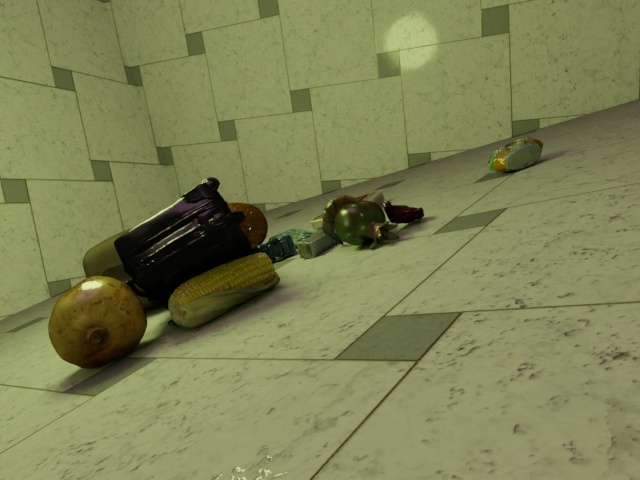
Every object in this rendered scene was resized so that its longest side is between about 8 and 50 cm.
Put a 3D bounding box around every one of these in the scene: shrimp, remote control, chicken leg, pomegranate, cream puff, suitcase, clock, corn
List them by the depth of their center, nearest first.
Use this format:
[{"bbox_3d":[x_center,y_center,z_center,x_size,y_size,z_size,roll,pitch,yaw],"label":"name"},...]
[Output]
[{"bbox_3d":[-0.516,0.195,1.215,0.216,0.215,0.215,-19,9,3],"label":"pomegranate"},{"bbox_3d":[-0.235,0.123,1.317,0.305,0.122,0.123,-23,-26,-37],"label":"corn"},{"bbox_3d":[-0.349,0.036,1.392,0.340,0.188,0.345,-32,-19,-10],"label":"suitcase"},{"bbox_3d":[0.135,-0.039,1.485,0.152,0.130,0.191,-17,30,-39],"label":"pomegranate"},{"bbox_3d":[0.240,-0.085,1.552,0.205,0.053,0.093,-2,-14,-39],"label":"chicken leg"},{"bbox_3d":[0.091,-0.056,1.612,0.150,0.217,0.051,-53,36,11],"label":"shrimp"},{"bbox_3d":[-0.089,-0.004,1.913,0.103,0.051,0.293,-24,14,-25],"label":"remote control"},{"bbox_3d":[0.719,-0.315,1.919,0.231,0.103,0.144,-21,18,-6],"label":"clock"},{"bbox_3d":[-0.342,-0.023,1.981,0.304,0.211,0.303,-5,-12,-1],"label":"cream puff"}]

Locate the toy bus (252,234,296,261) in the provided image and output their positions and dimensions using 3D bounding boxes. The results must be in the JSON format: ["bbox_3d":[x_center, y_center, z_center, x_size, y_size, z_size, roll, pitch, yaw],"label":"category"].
[{"bbox_3d":[-0.204,0.047,1.758,0.237,0.079,0.094,-20,8,-6],"label":"toy bus"}]

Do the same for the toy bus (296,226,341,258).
[{"bbox_3d":[0.000,0.000,1.672,0.075,0.064,0.191,-4,17,38],"label":"toy bus"}]

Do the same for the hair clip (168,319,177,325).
[{"bbox_3d":[-0.301,0.170,1.377,0.229,0.036,0.066,-34,12,-36],"label":"hair clip"}]

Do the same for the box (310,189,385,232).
[{"bbox_3d":[0.120,-0.119,2.117,0.215,0.069,0.353,-15,12,24],"label":"box"}]

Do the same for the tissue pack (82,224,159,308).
[{"bbox_3d":[-0.551,0.081,1.678,0.388,0.267,0.277,-18,6,-3],"label":"tissue pack"}]
